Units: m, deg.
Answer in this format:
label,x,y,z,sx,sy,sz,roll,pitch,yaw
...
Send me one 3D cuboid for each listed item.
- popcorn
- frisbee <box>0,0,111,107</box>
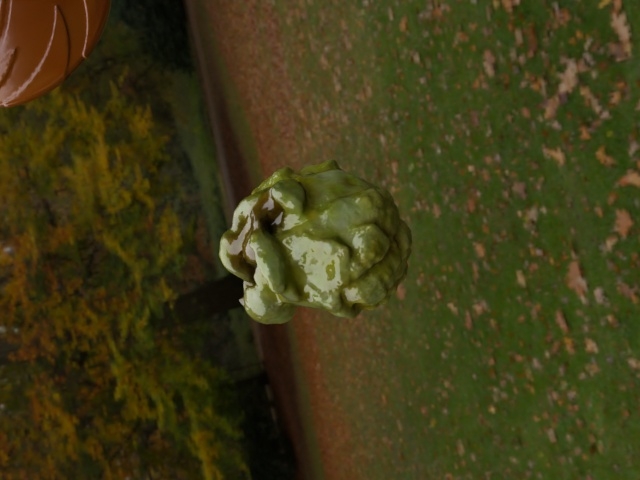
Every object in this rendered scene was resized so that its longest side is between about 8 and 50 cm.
label,x,y,z,sx,sy,sz,roll,pitch,yaw
popcorn,0.000,0.000,1.059,0.256,0.255,0.195,27,130,43
frisbee,-0.263,-0.197,0.672,0.035,0.192,0.192,77,178,-76
